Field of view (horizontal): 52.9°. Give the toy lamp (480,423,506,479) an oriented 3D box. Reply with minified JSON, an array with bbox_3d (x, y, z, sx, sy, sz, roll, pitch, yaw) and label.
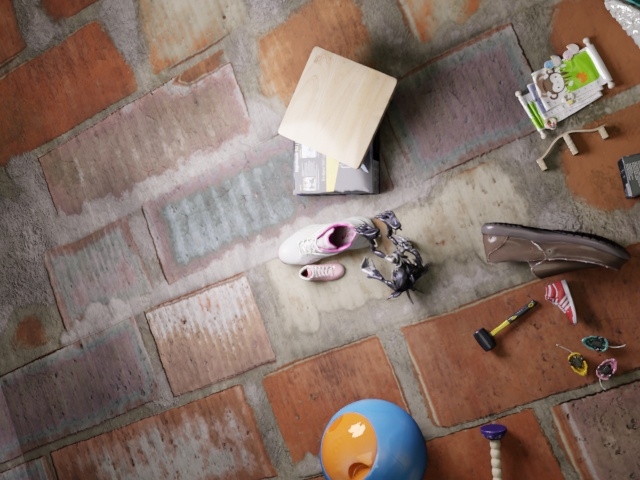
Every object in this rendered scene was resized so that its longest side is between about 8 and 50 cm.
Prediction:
[{"bbox_3d":[0.476,0.640,1.724,0.080,0.080,0.274,-7,89,20],"label":"toy lamp"}]

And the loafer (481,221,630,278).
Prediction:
[{"bbox_3d":[0.594,0.036,1.654,0.366,0.134,0.130,10,99,29],"label":"loafer"}]

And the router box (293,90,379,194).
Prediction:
[{"bbox_3d":[0.046,-0.283,1.861,0.243,0.081,0.308,1,91,19],"label":"router box"}]

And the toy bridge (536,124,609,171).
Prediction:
[{"bbox_3d":[0.650,-0.251,1.672,0.188,0.026,0.063,-29,80,18],"label":"toy bridge"}]

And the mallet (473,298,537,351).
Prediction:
[{"bbox_3d":[0.495,0.216,1.736,0.062,0.039,0.189,46,100,16],"label":"mallet"}]

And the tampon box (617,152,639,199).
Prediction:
[{"bbox_3d":[0.822,-0.169,1.560,0.161,0.120,0.101,-13,86,20],"label":"tampon box"}]

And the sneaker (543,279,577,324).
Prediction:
[{"bbox_3d":[0.626,0.167,1.680,0.067,0.042,0.118,-17,78,16],"label":"sneaker"}]

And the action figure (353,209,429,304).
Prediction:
[{"bbox_3d":[0.199,0.047,1.781,0.164,0.141,0.275,-35,121,-13],"label":"action figure"}]

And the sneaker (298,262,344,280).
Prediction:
[{"bbox_3d":[-0.001,0.095,1.892,0.134,0.070,0.050,-6,87,19],"label":"sneaker"}]

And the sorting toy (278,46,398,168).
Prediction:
[{"bbox_3d":[0.055,-0.358,1.766,0.256,0.089,0.257,27,99,17],"label":"sorting toy"}]

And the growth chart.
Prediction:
[{"bbox_3d":[0.634,-0.401,1.679,0.237,0.021,0.172,-36,78,16],"label":"growth chart"}]

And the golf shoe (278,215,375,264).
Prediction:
[{"bbox_3d":[0.000,0.000,1.855,0.306,0.140,0.115,-19,86,21],"label":"golf shoe"}]

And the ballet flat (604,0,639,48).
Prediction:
[{"bbox_3d":[0.861,-0.485,1.542,0.409,0.147,0.146,28,100,18],"label":"ballet flat"}]

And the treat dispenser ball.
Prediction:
[{"bbox_3d":[0.142,0.575,1.734,0.288,0.288,0.288,0,91,20],"label":"treat dispenser ball"}]

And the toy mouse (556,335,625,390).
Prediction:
[{"bbox_3d":[0.716,0.299,1.655,0.143,0.031,0.161,-35,80,17],"label":"toy mouse"}]
